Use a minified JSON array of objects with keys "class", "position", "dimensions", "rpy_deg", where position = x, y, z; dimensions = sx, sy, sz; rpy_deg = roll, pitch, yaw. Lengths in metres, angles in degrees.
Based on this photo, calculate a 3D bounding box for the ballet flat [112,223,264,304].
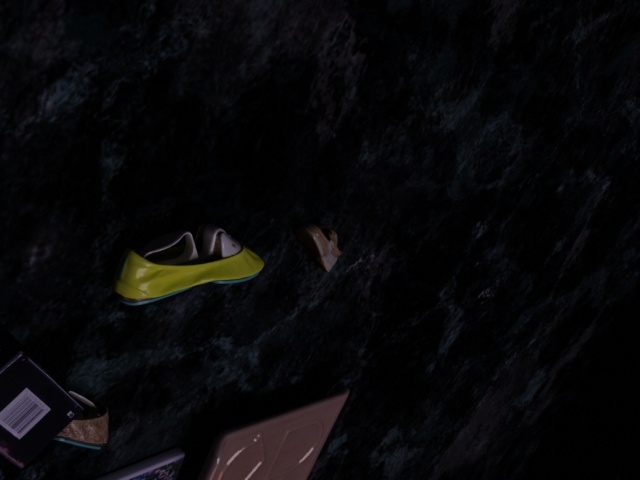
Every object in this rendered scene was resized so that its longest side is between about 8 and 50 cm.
[{"class":"ballet flat","position":[-0.153,0.020,1.431],"dimensions":[0.231,0.077,0.077],"rpy_deg":[-13,118,-45]}]

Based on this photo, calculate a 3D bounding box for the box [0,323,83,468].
[{"class":"box","position":[-0.347,0.129,1.190],"dimensions":[0.093,0.158,0.156],"rpy_deg":[-44,150,-13]}]

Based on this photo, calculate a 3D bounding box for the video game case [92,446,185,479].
[{"class":"video game case","position":[-0.296,0.395,1.709],"dimensions":[0.190,0.022,0.173],"rpy_deg":[-14,135,-46]}]

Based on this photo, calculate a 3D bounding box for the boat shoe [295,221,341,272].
[{"class":"boat shoe","position":[0.000,0.000,1.642],"dimensions":[0.045,0.050,0.135],"rpy_deg":[-49,161,-10]}]

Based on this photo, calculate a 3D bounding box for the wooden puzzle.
[{"class":"wooden puzzle","position":[-0.124,0.385,1.886],"dimensions":[0.348,0.080,0.322],"rpy_deg":[-15,136,-53]}]

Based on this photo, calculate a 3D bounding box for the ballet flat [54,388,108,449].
[{"class":"ballet flat","position":[-0.330,0.212,1.424],"dimensions":[0.206,0.073,0.067],"rpy_deg":[27,74,-63]}]
